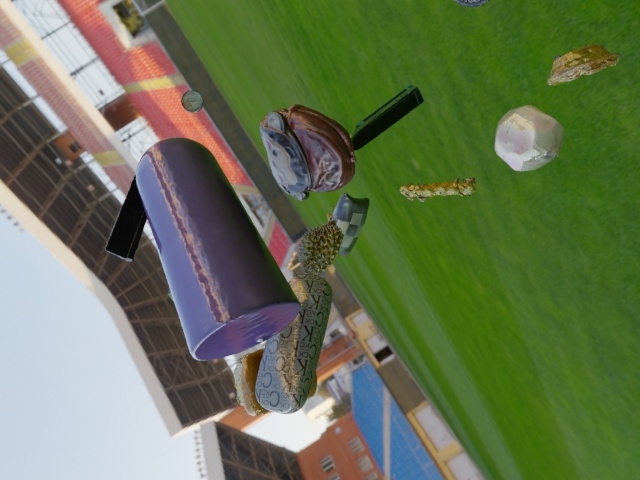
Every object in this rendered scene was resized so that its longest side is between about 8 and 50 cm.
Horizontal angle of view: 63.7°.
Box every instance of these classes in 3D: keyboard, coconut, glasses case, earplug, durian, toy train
[{"bbox_3d":[-0.394,-0.050,1.083,0.060,0.018,0.195,29,-127,-30],"label":"keyboard"},{"bbox_3d":[0.762,-0.362,1.875,0.230,0.227,0.227,60,-179,40],"label":"coconut"},{"bbox_3d":[-0.065,0.254,1.300,0.137,0.354,0.085,4,157,30],"label":"glasses case"},{"bbox_3d":[-0.226,-0.012,1.009,0.455,0.215,0.215,62,180,21],"label":"earplug"},{"bbox_3d":[0.000,0.000,1.442,0.102,0.208,0.147,36,148,-28],"label":"durian"},{"bbox_3d":[0.145,-0.290,1.220,0.044,0.209,0.042,54,179,-33],"label":"toy train"}]

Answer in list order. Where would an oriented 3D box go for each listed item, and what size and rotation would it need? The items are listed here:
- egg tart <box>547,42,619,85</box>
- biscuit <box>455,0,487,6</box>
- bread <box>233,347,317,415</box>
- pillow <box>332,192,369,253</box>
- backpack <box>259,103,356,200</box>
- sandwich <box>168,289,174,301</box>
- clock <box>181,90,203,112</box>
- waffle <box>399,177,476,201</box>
[{"bbox_3d":[0.785,-0.533,1.552,0.212,0.213,0.089,-137,32,-83],"label":"egg tart"},{"bbox_3d":[0.575,-0.972,1.967,0.195,0.053,0.194,20,166,5],"label":"biscuit"},{"bbox_3d":[-0.124,0.372,1.406,0.246,0.121,0.173,-2,-104,-43],"label":"bread"},{"bbox_3d":[0.093,-0.053,1.924,0.106,0.249,0.186,27,-169,30],"label":"pillow"},{"bbox_3d":[-0.019,-0.192,1.118,0.229,0.139,0.229,28,145,22],"label":"backpack"},{"bbox_3d":[-0.271,0.110,1.168,0.074,0.117,0.074,60,-145,-23],"label":"sandwich"},{"bbox_3d":[-0.489,-0.528,1.959,0.085,0.085,0.017,57,178,-8],"label":"clock"},{"bbox_3d":[0.398,-0.172,1.692,0.281,0.263,0.060,9,108,64],"label":"waffle"}]
